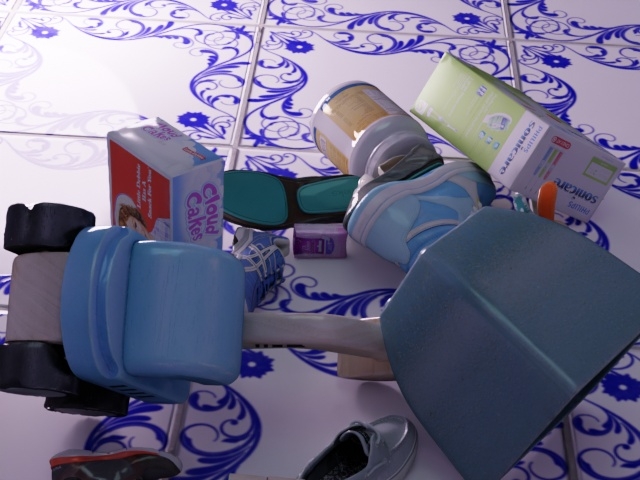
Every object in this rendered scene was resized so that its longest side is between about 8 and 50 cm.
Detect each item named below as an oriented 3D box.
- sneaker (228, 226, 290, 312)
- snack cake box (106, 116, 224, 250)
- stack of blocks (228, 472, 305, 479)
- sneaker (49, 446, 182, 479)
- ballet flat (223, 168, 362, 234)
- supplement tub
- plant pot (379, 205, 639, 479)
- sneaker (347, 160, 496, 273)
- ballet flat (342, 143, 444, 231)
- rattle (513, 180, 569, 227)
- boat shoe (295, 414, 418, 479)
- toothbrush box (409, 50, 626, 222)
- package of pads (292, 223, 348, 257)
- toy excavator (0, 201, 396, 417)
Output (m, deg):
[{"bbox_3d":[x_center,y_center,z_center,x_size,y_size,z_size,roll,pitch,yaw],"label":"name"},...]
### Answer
[{"bbox_3d":[-0.092,0.045,2.002,0.081,0.080,0.211,2,34,5],"label":"sneaker"},{"bbox_3d":[-0.213,-0.017,1.919,0.089,0.264,0.152,-22,41,-34],"label":"snack cake box"},{"bbox_3d":[-0.071,0.371,1.422,0.087,0.171,0.297,5,33,3],"label":"stack of blocks"},{"bbox_3d":[-0.243,0.286,1.663,0.158,0.061,0.065,-1,60,-5],"label":"sneaker"},{"bbox_3d":[-0.054,-0.051,2.143,0.280,0.096,0.095,2,70,-19],"label":"ballet flat"},{"bbox_3d":[0.087,-0.159,2.267,0.144,0.144,0.199,-14,37,-24],"label":"supplement tub"},{"bbox_3d":[0.222,0.106,1.702,0.252,0.247,0.248,44,47,13],"label":"plant pot"},{"bbox_3d":[0.205,-0.004,2.080,0.208,0.127,0.319,42,38,24],"label":"sneaker"},{"bbox_3d":[0.097,-0.081,2.125,0.213,0.072,0.068,-32,57,-29],"label":"ballet flat"},{"bbox_3d":[0.308,0.040,1.927,0.130,0.199,0.143,13,35,15],"label":"rattle"},{"bbox_3d":[0.046,0.263,1.675,0.079,0.081,0.227,24,39,29],"label":"boat shoe"},{"bbox_3d":[0.312,-0.166,2.239,0.206,0.122,0.283,20,18,-41],"label":"toothbrush box"},{"bbox_3d":[0.000,0.000,2.103,0.083,0.050,0.032,1,33,-3],"label":"package of pads"},{"bbox_3d":[-0.122,0.110,1.717,0.445,0.433,0.222,0,76,17],"label":"toy excavator"}]
